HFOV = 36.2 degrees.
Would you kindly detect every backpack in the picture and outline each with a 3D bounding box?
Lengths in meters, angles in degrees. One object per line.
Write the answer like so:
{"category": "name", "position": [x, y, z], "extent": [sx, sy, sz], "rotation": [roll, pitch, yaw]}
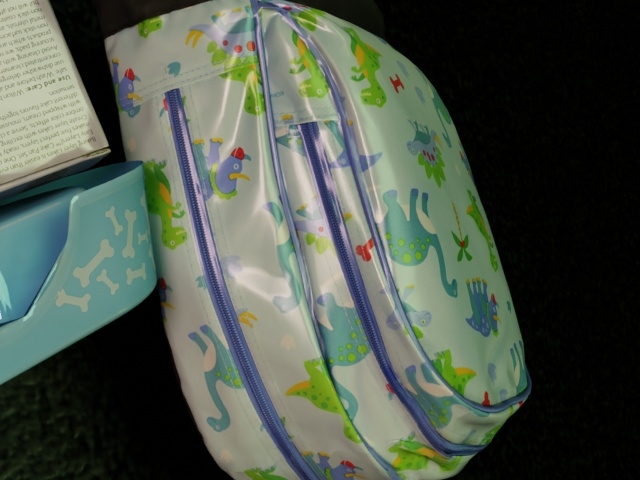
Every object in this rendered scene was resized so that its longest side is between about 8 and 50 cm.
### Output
{"category": "backpack", "position": [0.000, 0.000, 0.675], "extent": [0.290, 0.273, 0.356], "rotation": [16, 74, -68]}

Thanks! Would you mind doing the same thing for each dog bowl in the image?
{"category": "dog bowl", "position": [-0.206, 0.039, 0.508], "extent": [0.297, 0.165, 0.074], "rotation": [-33, 109, -47]}

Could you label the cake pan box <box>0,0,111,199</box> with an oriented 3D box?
{"category": "cake pan box", "position": [-0.275, -0.109, 0.497], "extent": [0.266, 0.070, 0.246], "rotation": [-26, 93, -26]}
